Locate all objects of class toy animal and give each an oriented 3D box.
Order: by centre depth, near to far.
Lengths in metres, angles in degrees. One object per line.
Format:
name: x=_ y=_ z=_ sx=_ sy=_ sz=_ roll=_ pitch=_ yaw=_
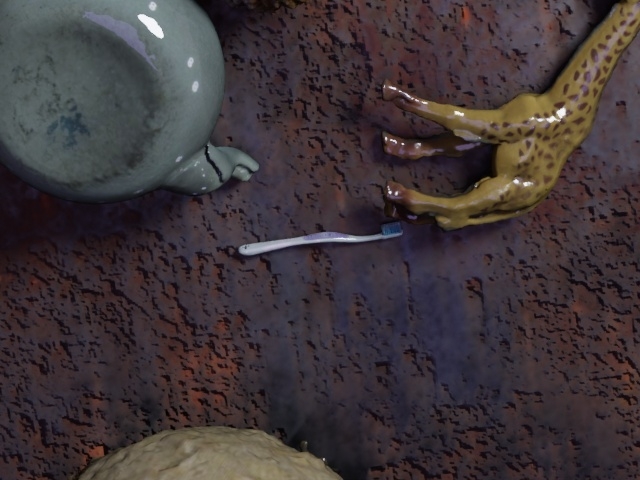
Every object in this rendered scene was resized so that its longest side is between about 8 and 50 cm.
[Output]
toy animal: x=0.159 y=-0.102 z=1.508 sx=0.275 sy=0.054 sz=0.149 roll=-28 pitch=101 yaw=9

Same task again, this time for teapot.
teapot: x=-0.165 y=-0.125 z=1.450 sx=0.294 sy=0.129 sz=0.193 roll=42 pitch=113 yaw=-11

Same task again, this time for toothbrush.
toothbrush: x=0.000 y=0.000 z=1.555 sx=0.131 sy=0.011 sz=0.013 roll=-8 pitch=118 yaw=1

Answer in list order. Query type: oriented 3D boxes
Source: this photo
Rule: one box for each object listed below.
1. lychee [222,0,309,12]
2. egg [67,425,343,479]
lychee: x=-0.041 y=-0.246 z=1.419 sx=0.165 sy=0.197 sz=0.165 roll=-4 pitch=79 yaw=21
egg: x=-0.077 y=0.274 z=1.506 sx=0.310 sy=0.279 sz=0.279 roll=16 pitch=105 yaw=10
